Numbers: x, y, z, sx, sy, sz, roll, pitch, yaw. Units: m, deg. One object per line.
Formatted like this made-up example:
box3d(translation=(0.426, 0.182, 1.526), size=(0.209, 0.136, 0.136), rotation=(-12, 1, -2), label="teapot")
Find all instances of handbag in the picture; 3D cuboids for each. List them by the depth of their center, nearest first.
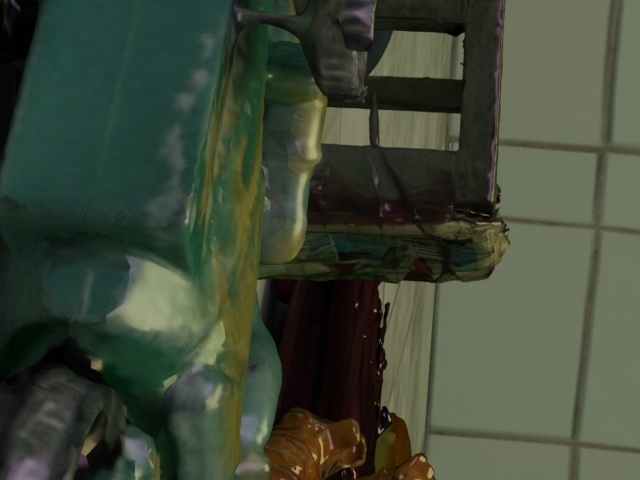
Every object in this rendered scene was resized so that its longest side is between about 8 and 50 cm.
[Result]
box3d(translation=(0.001, 0.116, 1.137), size=(0.203, 0.074, 0.216), rotation=(87, 8, -50), label="handbag")

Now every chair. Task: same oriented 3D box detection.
box3d(translation=(0.000, 0.000, 0.725), size=(0.136, 0.147, 0.270), rotation=(68, 26, -77), label="chair")

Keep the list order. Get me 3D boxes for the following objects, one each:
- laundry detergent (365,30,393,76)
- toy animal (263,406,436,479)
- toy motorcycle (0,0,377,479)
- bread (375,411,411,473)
box3d(translation=(0.003, -0.125, 1.032), size=(0.206, 0.061, 0.097), rotation=(-55, 157, -75), label="laundry detergent")
box3d(translation=(-0.030, 0.201, 0.914), size=(0.116, 0.114, 0.255), rotation=(-17, -121, 63), label="toy animal")
box3d(translation=(-0.042, 0.001, 0.531), size=(0.198, 0.109, 0.297), rotation=(87, 11, -64), label="toy motorcycle")
box3d(translation=(0.028, 0.299, 1.475), size=(0.138, 0.077, 0.361), rotation=(-76, 169, -50), label="bread")
